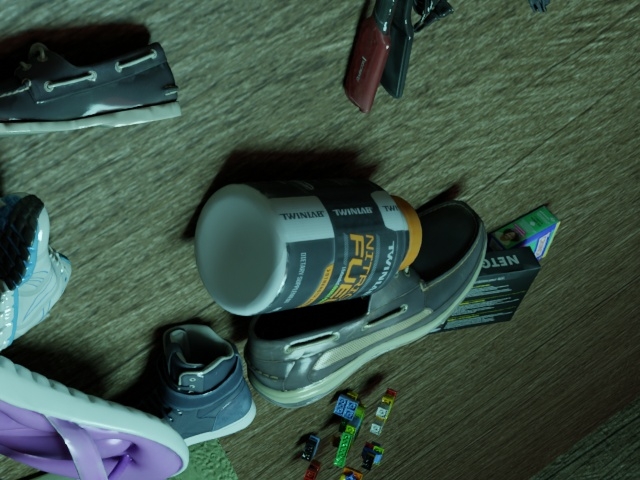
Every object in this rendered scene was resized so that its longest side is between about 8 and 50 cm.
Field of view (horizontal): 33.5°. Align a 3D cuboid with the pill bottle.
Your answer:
[{"bbox_3d":[0.000,0.000,1.098,0.246,0.130,0.130,-7,139,-48],"label":"pill bottle"}]

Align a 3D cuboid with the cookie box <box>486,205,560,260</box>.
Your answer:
[{"bbox_3d":[0.296,0.007,1.584,0.107,0.040,0.092,-27,150,-23],"label":"cookie box"}]

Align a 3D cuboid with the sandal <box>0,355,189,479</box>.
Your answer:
[{"bbox_3d":[-0.282,0.200,1.008,0.169,0.102,0.416,-14,151,25],"label":"sandal"}]

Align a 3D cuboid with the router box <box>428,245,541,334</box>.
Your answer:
[{"bbox_3d":[0.212,0.074,1.528,0.179,0.046,0.133,-7,143,-22],"label":"router box"}]

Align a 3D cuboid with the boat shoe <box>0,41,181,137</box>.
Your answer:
[{"bbox_3d":[-0.199,-0.111,0.776,0.206,0.075,0.065,-11,99,-35],"label":"boat shoe"}]

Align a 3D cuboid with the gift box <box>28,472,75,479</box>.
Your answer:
[{"bbox_3d":[-0.273,0.434,1.279,0.258,0.276,0.255,-16,150,-41],"label":"gift box"}]

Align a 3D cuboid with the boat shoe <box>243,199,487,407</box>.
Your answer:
[{"bbox_3d":[0.062,0.059,1.267,0.355,0.132,0.130,-38,147,-18],"label":"boat shoe"}]

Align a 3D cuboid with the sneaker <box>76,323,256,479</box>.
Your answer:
[{"bbox_3d":[-0.189,0.182,1.199,0.226,0.086,0.163,-23,142,-15],"label":"sneaker"}]

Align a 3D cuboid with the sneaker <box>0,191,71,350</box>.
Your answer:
[{"bbox_3d":[-0.246,0.018,0.896,0.083,0.071,0.190,-26,160,-38],"label":"sneaker"}]

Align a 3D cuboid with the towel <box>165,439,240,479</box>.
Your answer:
[{"bbox_3d":[-0.168,0.265,1.277,0.110,0.148,0.027,-23,154,-29],"label":"towel"}]

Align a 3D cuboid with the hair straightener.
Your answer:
[{"bbox_3d":[0.080,-0.219,0.967,0.089,0.047,0.230,-25,146,-27],"label":"hair straightener"}]

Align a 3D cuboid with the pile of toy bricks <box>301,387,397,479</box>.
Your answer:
[{"bbox_3d":[0.049,0.311,1.703,0.105,0.118,0.212,-48,158,-65],"label":"pile of toy bricks"}]

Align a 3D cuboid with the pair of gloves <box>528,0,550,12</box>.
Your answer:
[{"bbox_3d":[0.252,-0.278,1.119,0.083,0.010,0.074,-39,154,2],"label":"pair of gloves"}]
